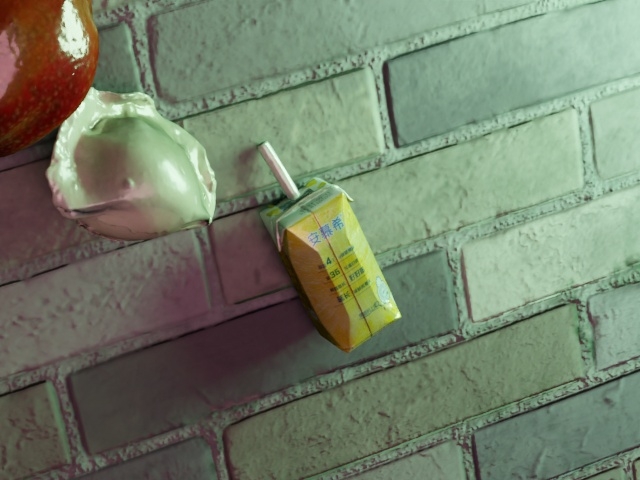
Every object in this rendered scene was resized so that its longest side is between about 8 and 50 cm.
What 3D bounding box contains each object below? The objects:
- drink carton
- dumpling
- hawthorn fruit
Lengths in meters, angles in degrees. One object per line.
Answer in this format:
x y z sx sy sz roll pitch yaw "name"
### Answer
0.000 0.000 1.696 0.084 0.074 0.200 -33 118 -13 "drink carton"
-0.163 -0.064 1.589 0.188 0.108 0.127 10 64 -42 "dumpling"
-0.255 -0.163 1.481 0.169 0.169 0.188 41 88 -29 "hawthorn fruit"
